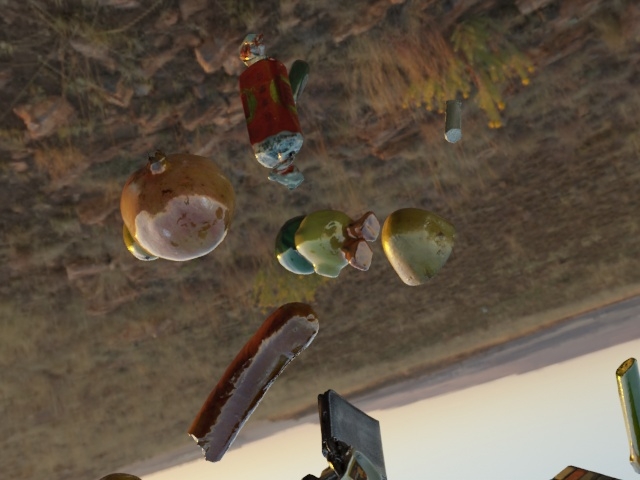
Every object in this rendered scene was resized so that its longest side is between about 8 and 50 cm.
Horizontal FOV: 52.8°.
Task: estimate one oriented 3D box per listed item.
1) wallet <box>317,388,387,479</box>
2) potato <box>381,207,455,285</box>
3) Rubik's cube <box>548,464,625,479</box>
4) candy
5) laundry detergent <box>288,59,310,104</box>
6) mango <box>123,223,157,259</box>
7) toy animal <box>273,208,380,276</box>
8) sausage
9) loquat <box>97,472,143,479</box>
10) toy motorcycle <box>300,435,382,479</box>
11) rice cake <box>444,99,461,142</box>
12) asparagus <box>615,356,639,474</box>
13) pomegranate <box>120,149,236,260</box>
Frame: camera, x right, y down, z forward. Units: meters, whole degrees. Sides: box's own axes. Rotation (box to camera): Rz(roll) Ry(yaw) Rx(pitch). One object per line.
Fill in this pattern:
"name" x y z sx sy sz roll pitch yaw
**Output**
"wallet" 0.075 0.454 1.490 0.036 0.167 0.222 -33 129 24
"potato" 0.233 -0.006 1.680 0.158 0.203 0.178 35 179 -30
"Rubik's cube" 0.533 0.658 1.270 0.287 0.292 0.293 -34 174 -9
"candy" -0.080 -0.207 1.024 0.086 0.292 0.059 -22 161 28
"laundry detergent" -0.089 -0.426 1.888 0.063 0.211 0.137 21 141 -5
"mango" -0.582 -0.086 2.265 0.195 0.331 0.142 6 161 10
"toy animal" -0.003 -0.001 1.967 0.338 0.216 0.191 -6 149 39
"sausage" -0.107 0.217 1.025 0.302 0.076 0.103 -54 -162 6
"loquat" -0.525 0.692 1.638 0.213 0.213 0.246 -12 -156 -19
"toy motorcycle" 0.051 0.426 1.112 0.091 0.157 0.263 -44 172 5
"rice cake" 0.449 -0.409 2.182 0.057 0.256 0.052 11 128 4
"asparagus" 0.740 0.413 1.509 0.060 0.277 0.067 -12 178 -28
"pomegranate" -0.410 -0.110 1.824 0.338 0.338 0.338 -16 165 -4
